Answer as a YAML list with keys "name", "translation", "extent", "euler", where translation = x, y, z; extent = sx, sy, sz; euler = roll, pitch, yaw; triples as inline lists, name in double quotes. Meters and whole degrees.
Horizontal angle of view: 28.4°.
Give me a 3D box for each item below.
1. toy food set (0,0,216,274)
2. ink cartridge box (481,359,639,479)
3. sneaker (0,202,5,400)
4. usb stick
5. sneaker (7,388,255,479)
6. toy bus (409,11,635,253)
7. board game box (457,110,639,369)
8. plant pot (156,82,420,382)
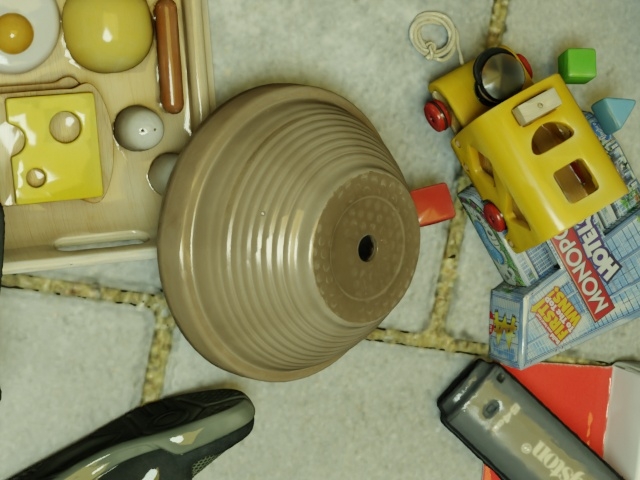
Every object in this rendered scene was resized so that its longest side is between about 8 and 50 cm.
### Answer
- name: "toy food set"
  translation: [-0.175, -0.134, 0.944]
  extent: [0.220, 0.092, 0.306]
  euler: [-7, 98, -21]
- name: "ink cartridge box"
  translation: [0.275, 0.262, 1.174]
  extent: [0.261, 0.066, 0.296]
  euler: [4, 94, -23]
- name: "sneaker"
  translation: [-0.370, 0.123, 0.834]
  extent: [0.257, 0.169, 0.447]
  euler: [35, 95, -23]
- name: "usb stick"
  translation: [0.222, 0.219, 1.118]
  extent: [0.278, 0.045, 0.077]
  euler: [43, 95, -1]
- name: "sneaker"
  translation: [-0.141, 0.210, 0.999]
  extent: [0.227, 0.087, 0.130]
  euler: [-29, 107, -13]
- name: "toy bus"
  translation: [0.165, -0.093, 1.035]
  extent: [0.202, 0.104, 0.191]
  euler: [15, 79, -8]
- name: "board game box"
  translation: [0.215, 0.016, 1.128]
  extent: [0.194, 0.060, 0.194]
  euler: [-36, 107, -15]
- name: "plant pot"
  translation: [0.000, 0.000, 0.976]
  extent: [0.237, 0.110, 0.237]
  euler: [-10, 105, -43]
